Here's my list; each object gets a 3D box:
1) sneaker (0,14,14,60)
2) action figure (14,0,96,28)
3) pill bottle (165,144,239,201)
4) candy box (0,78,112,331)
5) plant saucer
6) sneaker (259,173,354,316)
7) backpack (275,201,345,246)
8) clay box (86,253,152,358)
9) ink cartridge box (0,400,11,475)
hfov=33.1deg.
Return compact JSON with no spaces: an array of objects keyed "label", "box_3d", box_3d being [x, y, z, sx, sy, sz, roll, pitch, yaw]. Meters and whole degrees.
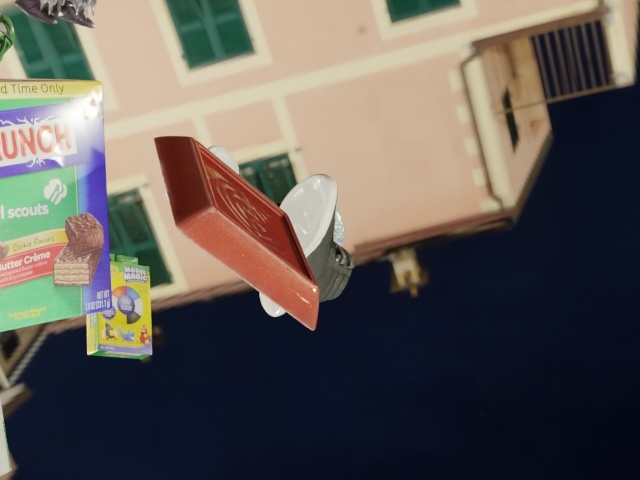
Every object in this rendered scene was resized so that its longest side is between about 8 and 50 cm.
[{"label":"sneaker","box_3d":[-0.702,-0.341,2.113,0.146,0.134,0.343,-18,180,-41]},{"label":"action figure","box_3d":[-0.373,-0.477,1.668,0.099,0.285,0.185,29,-157,17]},{"label":"pill bottle","box_3d":[-0.219,-0.111,1.973,0.137,0.078,0.078,-31,-169,40]},{"label":"candy box","box_3d":[-0.412,-0.050,1.394,0.122,0.317,0.268,6,-169,44]},{"label":"plant saucer","box_3d":[-0.106,-0.026,1.474,0.047,0.259,0.258,-43,-147,13]},{"label":"sneaker","box_3d":[0.000,0.000,1.883,0.146,0.296,0.104,-10,-136,-39]},{"label":"backpack","box_3d":[-0.044,-0.021,2.128,0.181,0.115,0.152,-13,167,-1]},{"label":"clay box","box_3d":[-0.417,0.129,2.230,0.127,0.222,0.053,10,158,-39]},{"label":"ink cartridge box","box_3d":[-0.596,0.293,1.663,0.212,0.154,0.093,-4,-173,29]}]
